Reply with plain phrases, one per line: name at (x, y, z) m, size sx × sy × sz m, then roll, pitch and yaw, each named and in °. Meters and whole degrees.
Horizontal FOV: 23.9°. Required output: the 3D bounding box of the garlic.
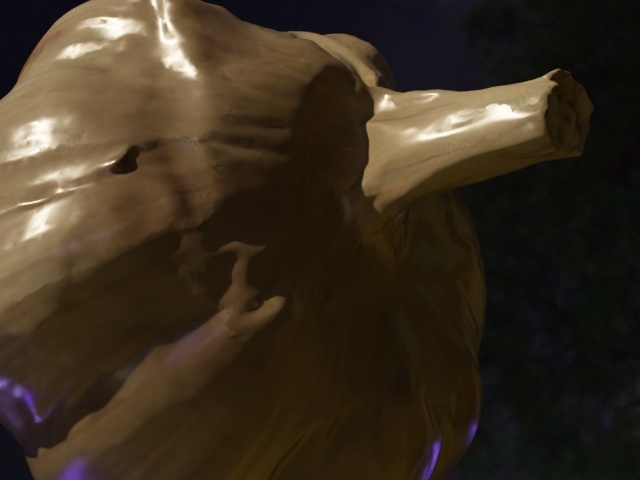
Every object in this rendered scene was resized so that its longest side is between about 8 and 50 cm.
garlic at (-0.007, -0.006, 0.508) m, size 0.218 × 0.219 × 0.212 m, roll 9°, pitch -31°, yaw -40°
